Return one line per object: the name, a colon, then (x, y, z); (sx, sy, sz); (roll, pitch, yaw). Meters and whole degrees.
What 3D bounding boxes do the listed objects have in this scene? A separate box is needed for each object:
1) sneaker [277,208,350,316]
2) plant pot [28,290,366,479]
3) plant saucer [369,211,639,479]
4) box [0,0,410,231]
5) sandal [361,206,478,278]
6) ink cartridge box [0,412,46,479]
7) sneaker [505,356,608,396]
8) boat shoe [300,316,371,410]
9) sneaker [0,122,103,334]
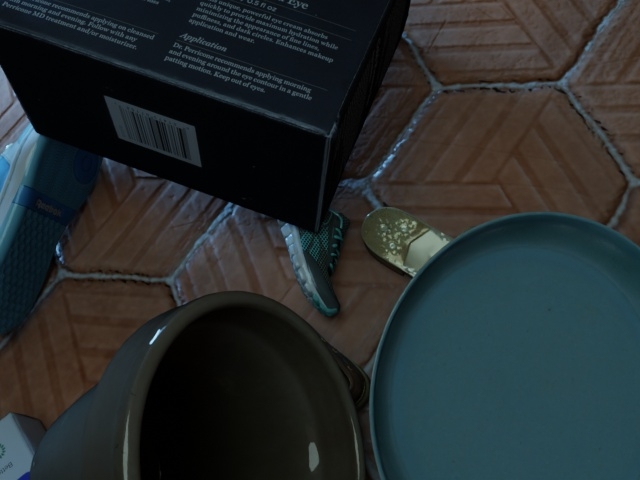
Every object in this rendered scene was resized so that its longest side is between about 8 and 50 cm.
sneaker: (0.000, 0.000, 0.710); (0.076, 0.065, 0.167); (-19, 68, -1)
plant pot: (-0.123, 0.198, 0.562); (0.229, 0.263, 0.263); (-22, 61, 35)
plant saucer: (0.187, 0.135, 0.557); (0.317, 0.043, 0.318); (1, 85, -14)
box: (-0.100, -0.227, 0.698); (0.343, 0.179, 0.313); (20, 63, 6)
sandal: (0.145, 0.022, 0.657); (0.240, 0.079, 0.088); (25, 75, 20)
ink cartridge box: (-0.273, 0.365, 0.616); (0.175, 0.069, 0.371); (-39, 63, -6)
sneaker: (0.189, 0.123, 0.609); (0.170, 0.075, 0.063); (-11, 66, 7)
boat shoe: (-0.027, 0.110, 0.669); (0.178, 0.060, 0.064); (31, 78, 22)
sneaker: (-0.407, -0.064, 0.787); (0.208, 0.127, 0.319); (16, 72, 16)
